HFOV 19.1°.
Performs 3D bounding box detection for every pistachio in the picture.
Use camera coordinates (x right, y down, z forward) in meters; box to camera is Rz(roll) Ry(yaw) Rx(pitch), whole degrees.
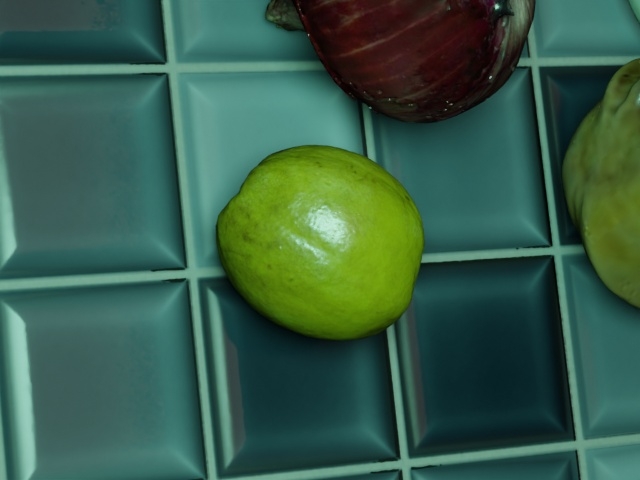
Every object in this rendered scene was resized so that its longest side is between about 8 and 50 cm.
[{"bbox_3d":[0.323,-0.044,1.618,0.260,0.163,0.212,4,101,-36],"label":"pistachio"}]

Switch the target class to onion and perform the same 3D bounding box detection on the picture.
[{"bbox_3d":[0.055,-0.211,1.504,0.252,0.219,0.252,31,56,-59],"label":"onion"}]

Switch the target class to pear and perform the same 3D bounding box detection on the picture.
[{"bbox_3d":[0.000,0.000,1.473,0.162,0.149,0.149,29,72,-12],"label":"pear"}]

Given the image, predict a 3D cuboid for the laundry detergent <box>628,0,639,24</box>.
[{"bbox_3d":[0.350,-0.265,1.687,0.215,0.105,0.280,-24,93,-25],"label":"laundry detergent"}]
